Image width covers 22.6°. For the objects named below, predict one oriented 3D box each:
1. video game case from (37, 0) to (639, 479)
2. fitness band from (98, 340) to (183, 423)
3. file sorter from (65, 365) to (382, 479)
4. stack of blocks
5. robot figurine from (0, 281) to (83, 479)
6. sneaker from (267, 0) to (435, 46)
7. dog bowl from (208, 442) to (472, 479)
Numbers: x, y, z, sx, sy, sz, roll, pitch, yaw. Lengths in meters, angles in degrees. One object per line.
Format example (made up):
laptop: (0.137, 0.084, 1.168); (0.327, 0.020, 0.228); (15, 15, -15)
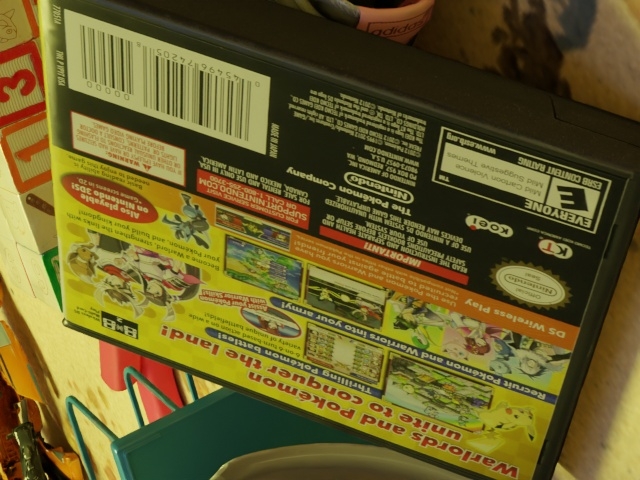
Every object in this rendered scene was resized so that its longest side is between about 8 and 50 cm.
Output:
video game case: (0.000, 0.000, 0.755); (0.274, 0.035, 0.248); (19, 140, 11)
fitness band: (-0.085, 0.114, 1.171); (0.209, 0.054, 0.291); (46, 151, 27)
file sorter: (-0.052, 0.118, 0.971); (0.104, 0.170, 0.118); (30, 140, 55)
stack of blocks: (-0.189, -0.110, 1.005); (0.087, 0.171, 0.297); (21, 133, 55)
robot figurine: (-0.327, 0.175, 1.643); (0.211, 0.085, 0.291); (-2, 111, 63)
sneaker: (-0.003, -0.091, 0.741); (0.131, 0.112, 0.319); (38, 147, 42)
dog bowl: (0.004, 0.284, 0.842); (0.349, 0.348, 0.102); (60, 168, 7)
